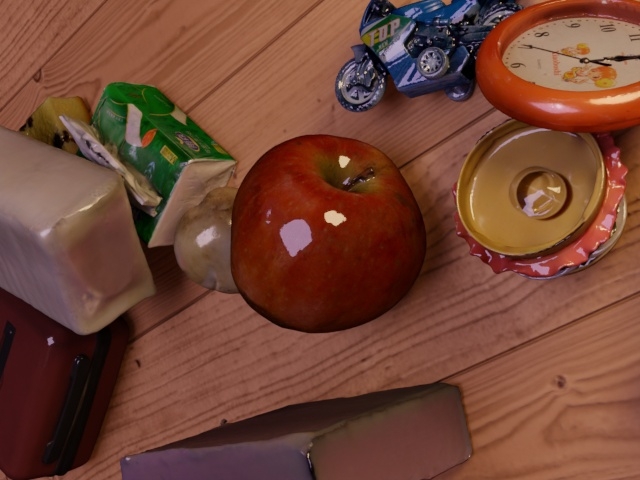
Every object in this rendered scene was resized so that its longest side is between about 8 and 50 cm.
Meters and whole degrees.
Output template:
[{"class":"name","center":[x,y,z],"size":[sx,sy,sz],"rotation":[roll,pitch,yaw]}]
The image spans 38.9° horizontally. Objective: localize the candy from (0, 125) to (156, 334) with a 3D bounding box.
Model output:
[{"class":"candy","center":[-0.402,-0.021,1.282],"size":[0.358,0.145,0.208],"rotation":[22,137,37]}]

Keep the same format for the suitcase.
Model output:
[{"class":"suitcase","center":[-0.443,0.207,1.432],"size":[0.236,0.161,0.297],"rotation":[33,110,32]}]

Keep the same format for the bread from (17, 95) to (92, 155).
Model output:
[{"class":"bread","center":[-0.497,-0.088,1.515],"size":[0.361,0.077,0.138],"rotation":[-36,70,34]}]

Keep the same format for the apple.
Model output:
[{"class":"apple","center":[0.000,0.000,1.039],"size":[0.230,0.230,0.230],"rotation":[2,93,38]}]

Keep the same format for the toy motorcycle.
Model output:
[{"class":"toy motorcycle","center":[0.125,-0.229,1.010],"size":[0.254,0.092,0.136],"rotation":[-11,76,30]}]

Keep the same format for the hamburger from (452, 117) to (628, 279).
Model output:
[{"class":"hamburger","center":[0.223,-0.036,0.903],"size":[0.175,0.137,0.175],"rotation":[-9,70,26]}]

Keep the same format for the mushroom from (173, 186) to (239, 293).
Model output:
[{"class":"mushroom","center":[-0.121,0.001,1.197],"size":[0.148,0.112,0.148],"rotation":[3,112,7]}]

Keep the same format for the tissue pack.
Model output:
[{"class":"tissue pack","center":[-0.256,-0.109,1.275],"size":[0.209,0.156,0.148],"rotation":[43,119,28]}]

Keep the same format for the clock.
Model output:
[{"class":"clock","center":[0.250,-0.167,0.857],"size":[0.205,0.205,0.051],"rotation":[27,145,35]}]

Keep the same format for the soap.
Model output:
[{"class":"soap","center":[-0.021,0.243,1.016],"size":[0.285,0.296,0.107],"rotation":[-17,84,40]}]
